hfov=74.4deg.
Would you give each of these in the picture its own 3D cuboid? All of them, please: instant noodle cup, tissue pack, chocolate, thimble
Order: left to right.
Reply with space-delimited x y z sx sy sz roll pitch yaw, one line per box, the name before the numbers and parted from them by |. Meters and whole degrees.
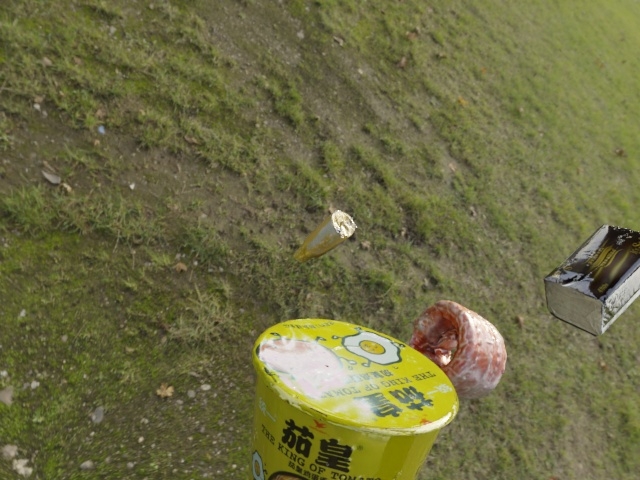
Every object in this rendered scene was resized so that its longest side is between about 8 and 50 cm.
chocolate | 0.000 0.000 1.156 0.086 0.219 0.085 20 54 -29
instant noodle cup | 0.027 0.309 0.684 0.326 0.326 0.254 5 105 -32
thimble | 0.363 0.293 1.144 0.162 0.239 0.239 26 51 -24
tissue pack | 0.974 0.126 1.443 0.370 0.210 0.198 -36 120 -18
